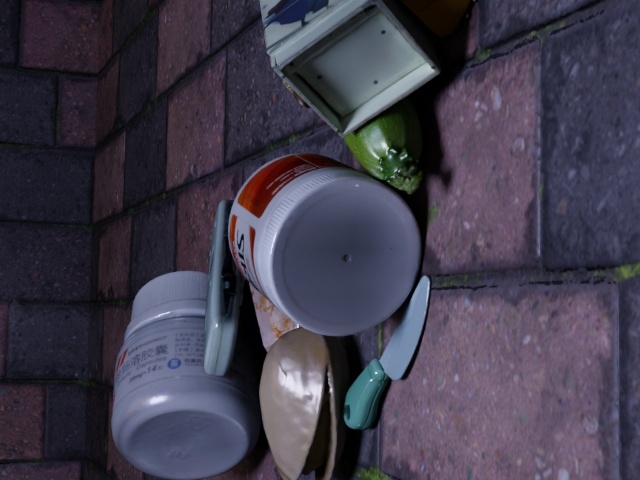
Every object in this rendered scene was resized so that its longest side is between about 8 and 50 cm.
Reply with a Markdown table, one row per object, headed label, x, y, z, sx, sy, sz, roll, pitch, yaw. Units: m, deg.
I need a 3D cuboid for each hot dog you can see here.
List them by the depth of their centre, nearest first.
| label | x | y | z | sx | sy | sz | roll | pitch | yaw |
| --- | --- | --- | --- | --- | --- | --- | --- | --- | --- |
| hot dog | -0.055 | 0.067 | 1.622 | 0.131 | 0.069 | 0.252 | -33 | 62 | 36 |

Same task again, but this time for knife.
| label | x | y | z | sx | sy | sz | roll | pitch | yaw |
| --- | --- | --- | --- | --- | --- | --- | --- | --- | --- |
| knife | 0.087 | 0.151 | 1.358 | 0.063 | 0.035 | 0.260 | -107 | 32 | -43 |

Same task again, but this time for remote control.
| label | x | y | z | sx | sy | sz | roll | pitch | yaw |
| --- | --- | --- | --- | --- | --- | --- | --- | --- | --- |
| remote control | -0.155 | 0.074 | 1.749 | 0.296 | 0.056 | 0.140 | -92 | 11 | -45 |

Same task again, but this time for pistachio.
| label | x | y | z | sx | sy | sz | roll | pitch | yaw |
| --- | --- | --- | --- | --- | --- | --- | --- | --- | --- |
| pistachio | -0.020 | 0.224 | 1.485 | 0.152 | 0.126 | 0.223 | -165 | 77 | -70 |

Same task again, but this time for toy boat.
| label | x | y | z | sx | sy | sz | roll | pitch | yaw |
| --- | --- | --- | --- | --- | --- | --- | --- | --- | --- |
| toy boat | -0.114 | 0.060 | 1.834 | 0.318 | 0.072 | 0.219 | -179 | 95 | -72 |

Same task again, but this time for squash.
| label | x | y | z | sx | sy | sz | roll | pitch | yaw |
| --- | --- | --- | --- | --- | --- | --- | --- | --- | --- |
| squash | 0.059 | -0.176 | 1.375 | 0.378 | 0.102 | 0.101 | -110 | 31 | -53 |

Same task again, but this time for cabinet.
| label | x | y | z | sx | sy | sz | roll | pitch | yaw |
| --- | --- | --- | --- | --- | --- | --- | --- | --- | --- |
| cabinet | 0.027 | -0.261 | 1.278 | 0.145 | 0.150 | 0.206 | -32 | 39 | 20 |

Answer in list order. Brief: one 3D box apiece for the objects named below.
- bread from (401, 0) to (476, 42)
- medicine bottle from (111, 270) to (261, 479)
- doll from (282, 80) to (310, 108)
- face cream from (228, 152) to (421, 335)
| label | x | y | z | sx | sy | sz | roll | pitch | yaw |
| --- | --- | --- | --- | --- | --- | --- | --- | --- | --- |
| bread | 0.144 | -0.326 | 1.244 | 0.160 | 0.169 | 0.140 | 56 | -168 | -47 |
| medicine bottle | -0.229 | 0.227 | 1.855 | 0.306 | 0.245 | 0.245 | -97 | 22 | -47 |
| doll | -0.042 | -0.255 | 1.670 | 0.113 | 0.077 | 0.078 | 126 | 132 | -56 |
| face cream | 0.000 | 0.000 | 1.361 | 0.187 | 0.201 | 0.201 | -146 | 61 | -65 |
